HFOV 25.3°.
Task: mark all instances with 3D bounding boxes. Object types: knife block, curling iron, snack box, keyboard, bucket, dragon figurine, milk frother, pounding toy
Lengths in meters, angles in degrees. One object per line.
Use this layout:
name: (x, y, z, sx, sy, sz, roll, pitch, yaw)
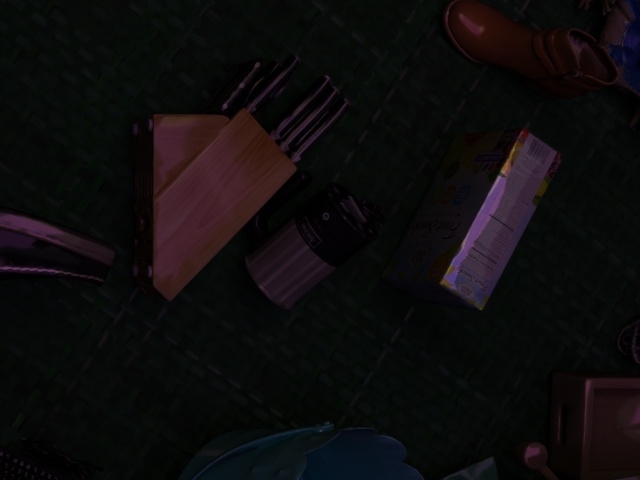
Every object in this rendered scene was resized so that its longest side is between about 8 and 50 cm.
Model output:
knife block: (-0.087, -0.072, 1.615, 0.242, 0.088, 0.276, 0, 91, -21)
curling iron: (0.508, 0.152, 1.883, 0.274, 0.035, 0.068, 14, 74, -23)
snack box: (0.173, -0.026, 1.673, 0.070, 0.174, 0.207, 31, 80, -18)
keyboard: (-0.306, 0.251, 1.523, 0.192, 0.038, 0.100, 25, 47, 0)
bucket: (-0.030, 0.332, 1.553, 0.281, 0.183, 0.281, 1, 89, -48)
dragon figurine: (0.401, -0.267, 1.804, 0.144, 0.085, 0.289, 6, 94, -24)
milk frother: (0.000, 0.000, 1.653, 0.134, 0.129, 0.143, -39, 141, 19)
pounding toy: (0.323, 0.257, 1.784, 0.206, 0.094, 0.181, 2, 90, -21)

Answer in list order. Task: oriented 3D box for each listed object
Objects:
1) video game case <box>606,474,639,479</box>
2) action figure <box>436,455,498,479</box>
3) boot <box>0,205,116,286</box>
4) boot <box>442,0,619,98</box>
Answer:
video game case: (0.369, 0.348, 1.729, 0.248, 0.275, 0.035, -6, 58, -22)
action figure: (0.188, 0.394, 1.724, 0.137, 0.063, 0.232, -22, 85, -1)
boot: (-0.416, 0.092, 1.461, 0.377, 0.138, 0.284, 10, 87, -18)
boot: (0.254, -0.238, 1.711, 0.197, 0.152, 0.073, 28, 82, -20)
